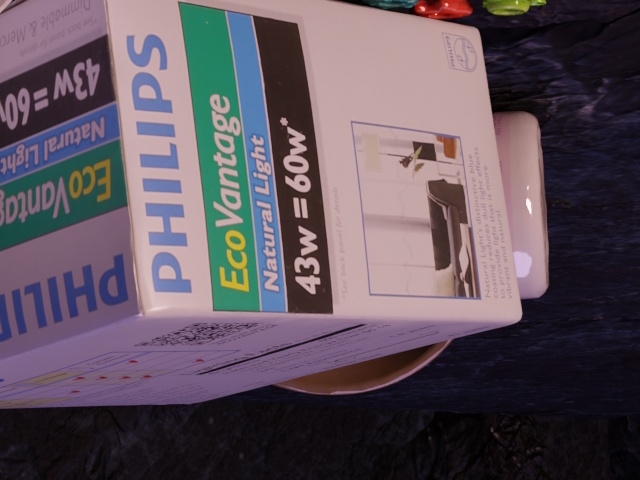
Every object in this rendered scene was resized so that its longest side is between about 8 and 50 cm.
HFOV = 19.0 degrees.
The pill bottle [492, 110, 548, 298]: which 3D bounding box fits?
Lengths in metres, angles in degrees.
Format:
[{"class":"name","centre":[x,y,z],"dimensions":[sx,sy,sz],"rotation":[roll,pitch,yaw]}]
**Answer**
[{"class":"pill bottle","centre":[0.049,-0.024,1.703],"dimensions":[0.301,0.169,0.169],"rotation":[-4,167,8]}]

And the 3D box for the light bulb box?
[{"class":"light bulb box","centre":[-0.116,-0.016,1.326],"dimensions":[0.358,0.225,0.361],"rotation":[-18,165,41]}]

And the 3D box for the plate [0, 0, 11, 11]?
[{"class":"plate","centre":[-0.205,-0.133,1.043],"dimensions":[0.045,0.278,0.277],"rotation":[43,143,-14]}]

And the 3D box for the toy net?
[{"class":"toy net","centre":[0.034,-0.180,1.298],"dimensions":[0.232,0.045,0.122],"rotation":[-1,176,10]}]

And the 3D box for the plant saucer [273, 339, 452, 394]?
[{"class":"plant saucer","centre":[0.000,0.000,1.604],"dimensions":[0.277,0.278,0.041],"rotation":[-4,-158,13]}]
